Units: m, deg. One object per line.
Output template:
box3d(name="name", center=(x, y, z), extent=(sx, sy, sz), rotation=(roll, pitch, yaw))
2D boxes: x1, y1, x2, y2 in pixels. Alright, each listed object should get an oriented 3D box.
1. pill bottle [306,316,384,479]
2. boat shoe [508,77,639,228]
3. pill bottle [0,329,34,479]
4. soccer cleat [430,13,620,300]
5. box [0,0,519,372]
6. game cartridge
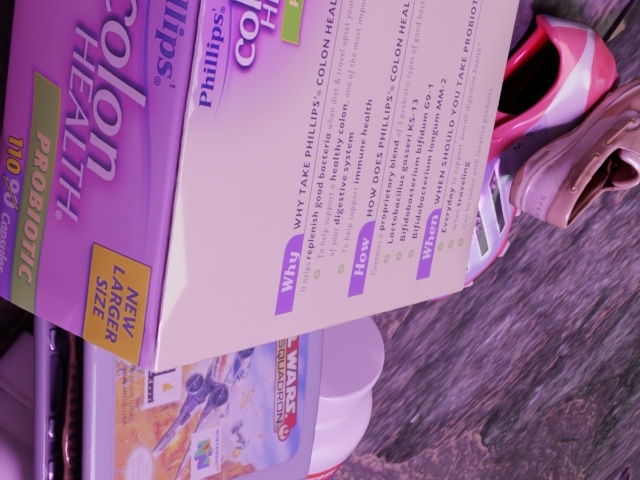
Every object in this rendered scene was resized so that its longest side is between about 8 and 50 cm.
box3d(name="pill bottle", center=(-0.036, 0.129, 1.000), extent=(0.124, 0.124, 0.221), rotation=(-25, 158, -35))
box3d(name="boat shoe", center=(0.214, -0.062, 1.022), extent=(0.170, 0.059, 0.063), rotation=(-37, 150, -23))
box3d(name="pill bottle", center=(-0.210, 0.181, 0.822), extent=(0.246, 0.136, 0.136), rotation=(-54, 156, -10))
box3d(name="soccer cleat", center=(0.127, -0.063, 1.053), extent=(0.095, 0.083, 0.248), rotation=(19, 114, -45))
box3d(name="box", center=(-0.023, -0.074, 0.674), extent=(0.243, 0.117, 0.214), rotation=(-12, 116, -50))
box3d(name="game cartridge", center=(-0.076, 0.069, 0.799), extent=(0.198, 0.062, 0.297), rotation=(-8, 104, -47))
